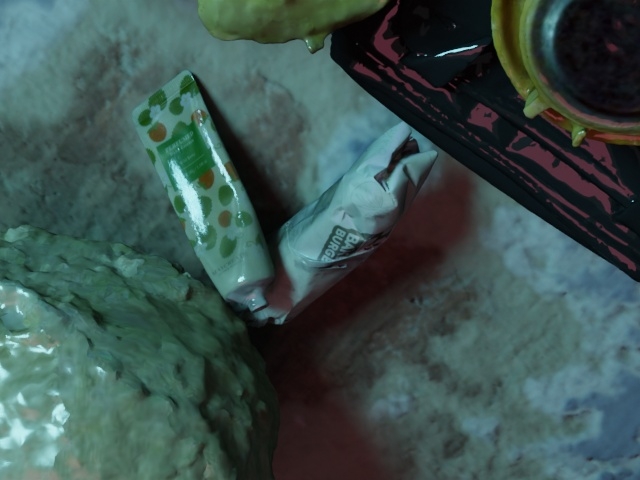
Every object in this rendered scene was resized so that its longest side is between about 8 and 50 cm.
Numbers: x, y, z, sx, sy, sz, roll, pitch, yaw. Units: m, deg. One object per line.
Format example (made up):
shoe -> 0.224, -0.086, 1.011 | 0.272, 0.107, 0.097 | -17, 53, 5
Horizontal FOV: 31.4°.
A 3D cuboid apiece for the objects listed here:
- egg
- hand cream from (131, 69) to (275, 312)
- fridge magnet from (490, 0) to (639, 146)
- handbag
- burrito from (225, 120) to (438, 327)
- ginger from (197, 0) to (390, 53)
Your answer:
egg -> -0.174, 0.128, 0.751 | 0.310, 0.279, 0.279 | 18, 123, 22
hand cream -> -0.073, -0.029, 0.742 | 0.057, 0.037, 0.165 | -32, 77, 25
fridge magnet -> 0.156, -0.110, 0.572 | 0.143, 0.063, 0.143 | 10, 125, 14
handbag -> 0.169, -0.116, 0.654 | 0.275, 0.088, 0.244 | 34, 124, -10
burrito -> 0.000, 0.001, 0.750 | 0.064, 0.064, 0.203 | 39, 131, -12
ginger -> -0.071, -0.205, 0.617 | 0.267, 0.152, 0.138 | 24, 150, 17
